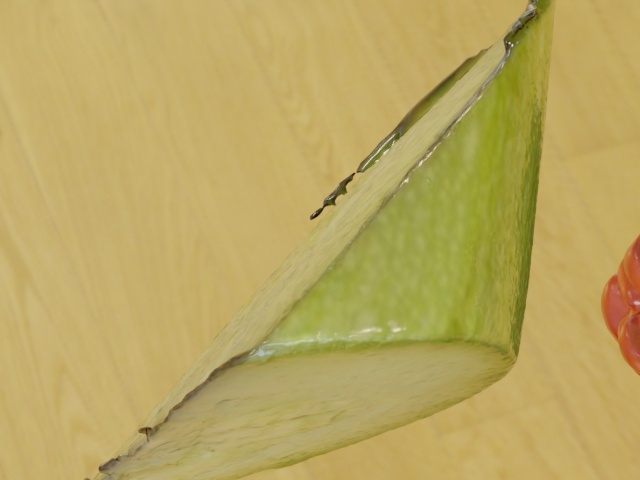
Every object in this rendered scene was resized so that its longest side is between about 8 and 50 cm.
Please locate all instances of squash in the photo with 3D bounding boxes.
[{"bbox_3d":[0.000,0.000,0.635,0.204,0.237,0.155,-7,74,-27],"label":"squash"}]

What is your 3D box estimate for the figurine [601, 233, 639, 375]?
[{"bbox_3d":[0.373,0.014,1.172,0.306,0.412,0.241,-33,82,-7],"label":"figurine"}]
